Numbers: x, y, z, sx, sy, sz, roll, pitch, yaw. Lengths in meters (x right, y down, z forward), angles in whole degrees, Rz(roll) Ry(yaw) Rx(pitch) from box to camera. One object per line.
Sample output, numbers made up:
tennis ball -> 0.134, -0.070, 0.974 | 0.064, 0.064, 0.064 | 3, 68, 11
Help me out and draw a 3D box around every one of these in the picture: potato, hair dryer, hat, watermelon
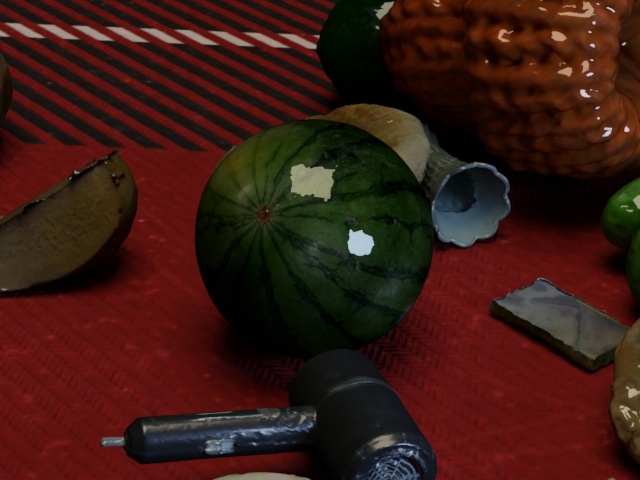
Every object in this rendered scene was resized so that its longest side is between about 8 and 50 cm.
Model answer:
potato -> -0.224, -0.001, 1.285 | 0.172, 0.089, 0.100 | -33, 9, 4
hair dryer -> -0.040, 0.134, 1.008 | 0.219, 0.071, 0.124 | 0, 25, -19
hat -> 0.160, -0.215, 1.448 | 0.400, 0.285, 0.285 | 17, 34, 31
watermelon -> 0.000, 0.000, 1.169 | 0.188, 0.188, 0.214 | 16, -2, 25

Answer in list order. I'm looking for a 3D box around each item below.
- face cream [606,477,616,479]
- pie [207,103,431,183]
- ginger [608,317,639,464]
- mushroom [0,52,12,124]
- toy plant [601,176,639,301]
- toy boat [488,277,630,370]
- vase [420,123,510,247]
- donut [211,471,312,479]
face cream -> 0.200, 0.207, 0.894 | 0.092, 0.058, 0.243 | -21, 20, -14
pie -> 0.005, -0.071, 1.364 | 0.218, 0.052, 0.185 | 2, 31, 40
ginger -> 0.315, 0.139, 1.048 | 0.258, 0.065, 0.149 | 28, 52, 30
mushroom -> -0.419, -0.142, 1.472 | 0.231, 0.138, 0.194 | 21, 21, 13
toy plant -> 0.403, -0.009, 1.232 | 0.315, 0.184, 0.224 | -18, 39, -2
toy boat -> 0.198, 0.067, 1.210 | 0.063, 0.016, 0.115 | -21, 36, -33
vase -> 0.107, -0.060, 1.376 | 0.081, 0.081, 0.149 | -10, 28, -18
donut -> -0.023, 0.200, 0.924 | 0.166, 0.065, 0.108 | 24, 37, 37
